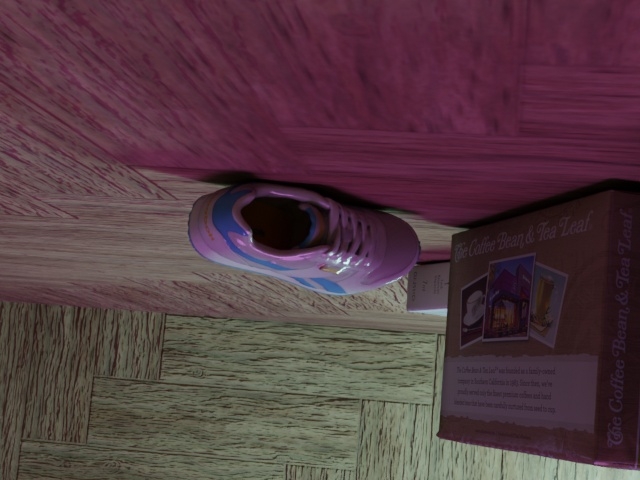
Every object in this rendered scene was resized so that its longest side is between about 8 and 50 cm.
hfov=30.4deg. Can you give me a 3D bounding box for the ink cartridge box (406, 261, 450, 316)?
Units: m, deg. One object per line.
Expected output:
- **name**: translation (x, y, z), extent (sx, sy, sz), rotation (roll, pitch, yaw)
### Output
- **ink cartridge box**: translation (0.302, 0.074, 1.482), extent (0.296, 0.066, 0.261), rotation (10, 171, -33)

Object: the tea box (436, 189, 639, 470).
- **tea box**: translation (0.316, 0.096, 1.076), extent (0.323, 0.220, 0.329), rotation (8, 172, -14)

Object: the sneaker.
- **sneaker**: translation (0.000, 0.000, 1.068), extent (0.228, 0.087, 0.092), rotation (7, 170, -29)
